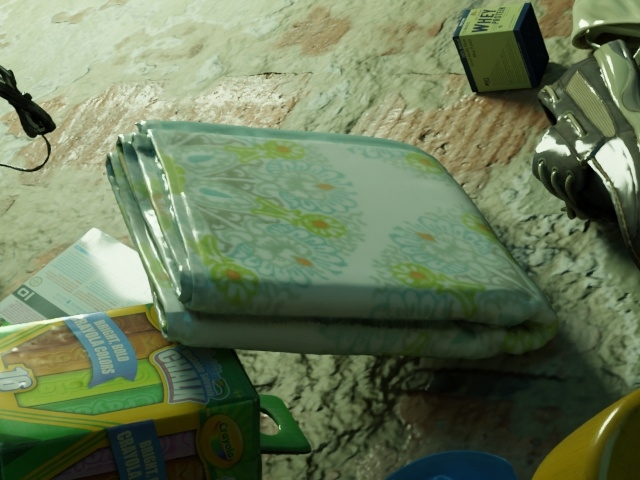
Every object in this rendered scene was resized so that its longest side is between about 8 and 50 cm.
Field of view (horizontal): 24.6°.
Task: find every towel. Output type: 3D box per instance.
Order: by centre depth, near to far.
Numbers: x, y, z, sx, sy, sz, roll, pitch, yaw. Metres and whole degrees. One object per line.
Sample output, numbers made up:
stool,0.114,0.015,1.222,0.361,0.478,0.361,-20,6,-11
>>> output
towel,0.000,0.000,1.406,0.374,0.090,0.320,3,31,-20

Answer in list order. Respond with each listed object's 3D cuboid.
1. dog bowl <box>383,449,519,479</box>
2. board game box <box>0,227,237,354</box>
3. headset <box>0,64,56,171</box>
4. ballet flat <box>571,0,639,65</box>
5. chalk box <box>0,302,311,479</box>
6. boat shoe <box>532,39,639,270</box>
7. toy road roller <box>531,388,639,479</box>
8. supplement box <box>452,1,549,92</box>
dog bowl,0.155,0.270,1.132,0.297,0.074,0.166,16,53,42
board game box,-0.274,0.142,1.518,0.303,0.097,0.224,-39,38,-21
headset,-0.497,-0.045,1.799,0.394,0.185,0.243,-38,37,2
ballet flat,0.378,-0.223,1.615,0.248,0.086,0.086,19,55,45
chalk box,-0.155,0.174,1.300,0.289,0.179,0.180,-10,32,-20
boat shoe,0.285,-0.067,1.444,0.130,0.132,0.355,-25,27,17
toy road roller,0.189,0.244,0.904,0.329,0.202,0.240,-30,76,-23
supplement box,0.209,-0.222,1.693,0.083,0.083,0.056,-2,41,29
